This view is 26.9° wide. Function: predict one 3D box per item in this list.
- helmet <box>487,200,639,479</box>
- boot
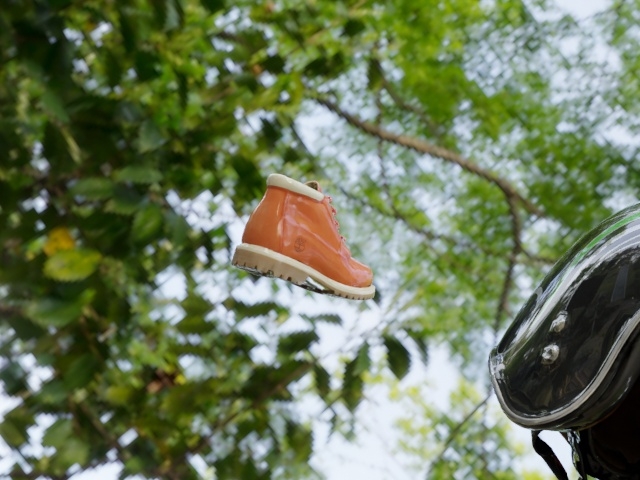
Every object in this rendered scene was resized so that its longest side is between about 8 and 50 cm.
[{"bbox_3d":[0.174,0.055,0.603,0.161,0.169,0.169,-37,-89,13],"label":"helmet"},{"bbox_3d":[0.000,0.000,1.054,0.059,0.085,0.158,9,-9,36],"label":"boot"}]
